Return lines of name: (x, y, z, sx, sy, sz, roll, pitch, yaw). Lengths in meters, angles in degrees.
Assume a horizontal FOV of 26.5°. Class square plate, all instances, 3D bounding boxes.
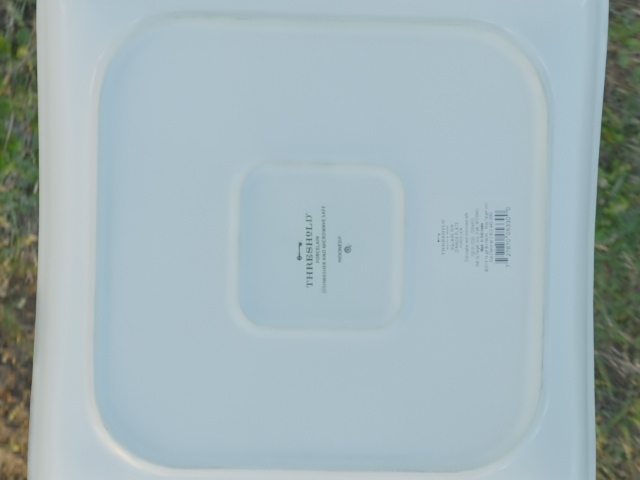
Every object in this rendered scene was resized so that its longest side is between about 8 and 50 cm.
square plate: (0.000, 0.000, 0.802, 0.344, 0.049, 0.347, 1, 91, -2)
